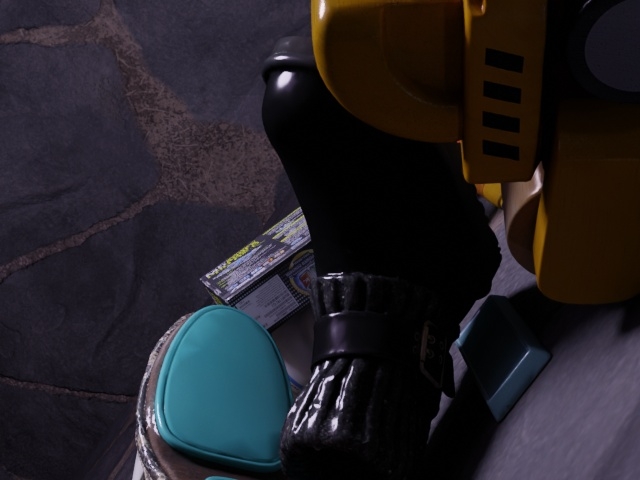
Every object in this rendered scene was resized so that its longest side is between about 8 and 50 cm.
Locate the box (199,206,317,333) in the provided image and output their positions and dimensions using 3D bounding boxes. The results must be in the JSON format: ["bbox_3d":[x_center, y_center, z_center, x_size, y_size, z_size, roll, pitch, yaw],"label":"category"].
[{"bbox_3d":[0.000,0.000,1.382,0.270,0.060,0.216,-36,11,-8],"label":"box"}]

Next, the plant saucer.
[{"bbox_3d":[0.147,0.091,1.021,0.067,0.018,0.192,-53,7,8],"label":"plant saucer"}]

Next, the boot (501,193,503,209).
[{"bbox_3d":[0.201,-0.165,1.056,0.246,0.207,0.094,-47,-26,22],"label":"boot"}]

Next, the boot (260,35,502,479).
[{"bbox_3d":[0.023,0.040,0.944,0.131,0.348,0.260,6,58,39],"label":"boot"}]

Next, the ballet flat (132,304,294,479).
[{"bbox_3d":[-0.097,0.243,1.066,0.182,0.164,0.483,-61,23,20],"label":"ballet flat"}]

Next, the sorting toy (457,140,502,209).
[{"bbox_3d":[0.143,-0.145,1.171,0.127,0.365,0.126,-24,49,5],"label":"sorting toy"}]

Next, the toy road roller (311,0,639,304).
[{"bbox_3d":[0.119,-0.121,0.820,0.329,0.241,0.202,84,-174,-48],"label":"toy road roller"}]

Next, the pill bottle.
[{"bbox_3d":[-0.014,0.128,1.406,0.221,0.124,0.124,-42,14,50],"label":"pill bottle"}]
